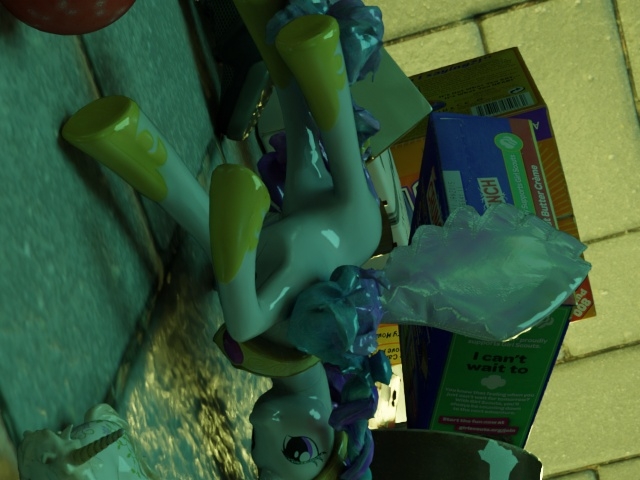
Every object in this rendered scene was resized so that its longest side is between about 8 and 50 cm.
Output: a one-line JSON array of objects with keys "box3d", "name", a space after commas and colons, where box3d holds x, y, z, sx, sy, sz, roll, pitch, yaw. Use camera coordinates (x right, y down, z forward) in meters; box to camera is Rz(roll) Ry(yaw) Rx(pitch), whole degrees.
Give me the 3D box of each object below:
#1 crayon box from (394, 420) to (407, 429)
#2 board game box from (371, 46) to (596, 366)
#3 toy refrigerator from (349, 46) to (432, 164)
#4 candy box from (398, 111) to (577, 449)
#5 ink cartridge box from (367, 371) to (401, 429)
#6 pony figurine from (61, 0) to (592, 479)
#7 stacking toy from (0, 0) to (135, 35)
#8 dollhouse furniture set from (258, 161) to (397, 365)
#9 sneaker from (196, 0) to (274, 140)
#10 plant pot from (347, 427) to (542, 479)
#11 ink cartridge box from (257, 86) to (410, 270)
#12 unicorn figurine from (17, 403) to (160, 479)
[{"box3d": [0.147, 0.391, 1.631, 0.363, 0.106, 0.313, 27, 47, -79], "name": "crayon box"}, {"box3d": [0.211, -0.062, 2.040, 0.356, 0.357, 0.356, -86, 160, -67], "name": "board game box"}, {"box3d": [-0.003, -0.211, 1.324, 0.269, 0.094, 0.102, 51, -9, 1], "name": "toy refrigerator"}, {"box3d": [0.162, 0.068, 1.333, 0.317, 0.122, 0.268, 95, -5, -46], "name": "candy box"}, {"box3d": [0.081, 0.252, 1.351, 0.181, 0.056, 0.224, 49, 50, -72], "name": "ink cartridge box"}, {"box3d": [0.000, 0.000, 0.907, 0.351, 0.303, 0.363, -50, 136, -41], "name": "pony figurine"}, {"box3d": [-0.160, -0.276, 0.688, 0.141, 0.141, 0.330, 28, 54, -80], "name": "stacking toy"}, {"box3d": [0.014, 0.028, 1.281, 0.129, 0.129, 0.183, 59, 17, -64], "name": "dollhouse furniture set"}, {"box3d": [-0.092, -0.215, 1.222, 0.087, 0.130, 0.227, -43, 146, -87], "name": "sneaker"}, {"box3d": [0.072, 0.292, 1.013, 0.215, 0.215, 0.230, 60, 30, -62], "name": "plant pot"}, {"box3d": [0.022, -0.099, 1.597, 0.223, 0.129, 0.307, -97, 169, -48], "name": "ink cartridge box"}, {"box3d": [-0.103, 0.119, 0.564, 0.162, 0.060, 0.111, -140, -148, -74], "name": "unicorn figurine"}]
